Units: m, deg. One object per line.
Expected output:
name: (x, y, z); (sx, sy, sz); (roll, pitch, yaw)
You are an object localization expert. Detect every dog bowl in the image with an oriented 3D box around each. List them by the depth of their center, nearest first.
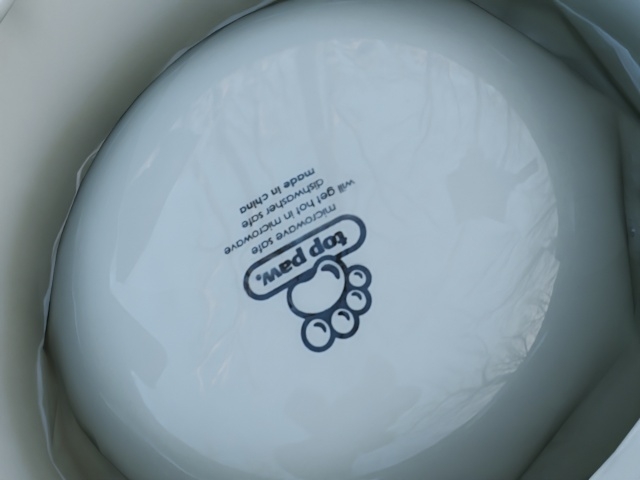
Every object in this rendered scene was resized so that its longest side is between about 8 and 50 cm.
dog bowl: (0.000, 0.000, 0.561); (0.407, 0.150, 0.408); (-7, 67, 17)
